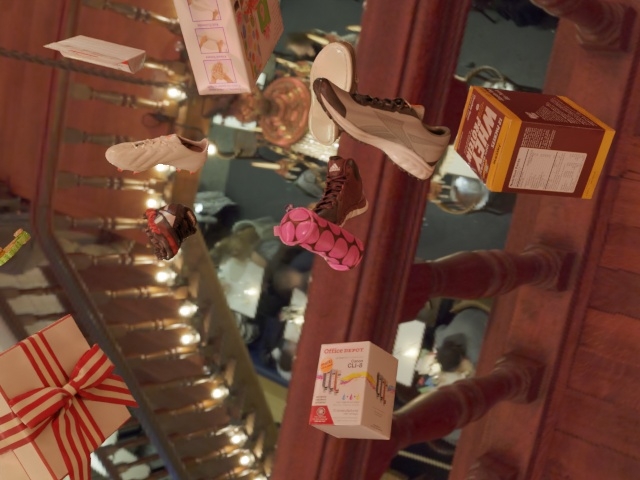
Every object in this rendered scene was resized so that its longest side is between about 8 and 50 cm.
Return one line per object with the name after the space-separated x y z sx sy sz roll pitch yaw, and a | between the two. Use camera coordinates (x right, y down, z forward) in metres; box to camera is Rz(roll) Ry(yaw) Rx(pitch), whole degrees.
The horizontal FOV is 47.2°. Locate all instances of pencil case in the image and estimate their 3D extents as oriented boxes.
0.000 0.000 1.533 0.098 0.209 0.095 -22 58 28 | pencil case

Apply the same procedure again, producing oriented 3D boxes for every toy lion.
-0.696 0.019 1.649 0.100 0.034 0.096 -48 23 -17 | toy lion

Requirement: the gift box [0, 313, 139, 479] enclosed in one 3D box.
-0.491 0.307 1.271 0.258 0.255 0.276 -28 100 23 | gift box

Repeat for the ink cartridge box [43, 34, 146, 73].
-0.550 -0.447 1.796 0.181 0.224 0.056 14 115 -1 | ink cartridge box

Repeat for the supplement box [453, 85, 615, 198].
0.372 -0.178 1.306 0.191 0.194 0.129 -109 26 -59 | supplement box

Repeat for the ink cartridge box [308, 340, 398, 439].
0.072 0.313 1.530 0.128 0.127 0.176 -9 59 34 | ink cartridge box

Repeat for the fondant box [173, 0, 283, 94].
-0.152 -0.427 1.135 0.096 0.238 0.330 -1 129 14 | fondant box

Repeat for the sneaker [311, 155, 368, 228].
0.021 -0.117 1.766 0.107 0.281 0.162 2 109 27 | sneaker

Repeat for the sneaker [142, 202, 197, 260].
-0.387 -0.033 1.913 0.276 0.135 0.097 -129 21 -65 | sneaker

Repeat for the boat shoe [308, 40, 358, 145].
0.039 -0.364 1.771 0.109 0.091 0.305 34 145 17 | boat shoe

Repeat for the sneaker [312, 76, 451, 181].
0.103 -0.208 1.237 0.108 0.272 0.100 -53 28 20 | sneaker

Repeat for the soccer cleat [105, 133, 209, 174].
-0.298 -0.167 1.352 0.068 0.196 0.076 59 133 31 | soccer cleat
